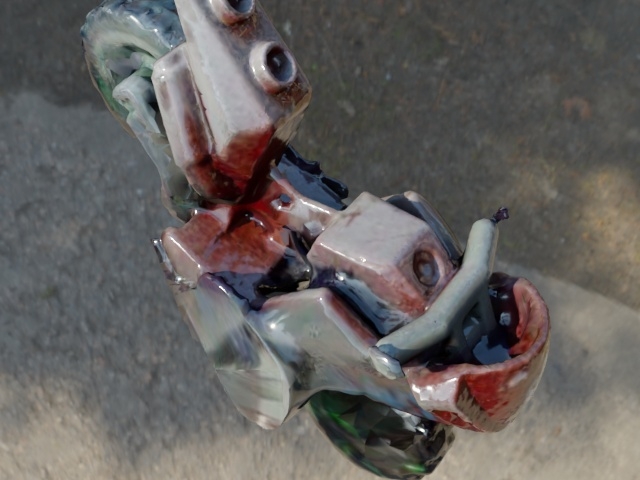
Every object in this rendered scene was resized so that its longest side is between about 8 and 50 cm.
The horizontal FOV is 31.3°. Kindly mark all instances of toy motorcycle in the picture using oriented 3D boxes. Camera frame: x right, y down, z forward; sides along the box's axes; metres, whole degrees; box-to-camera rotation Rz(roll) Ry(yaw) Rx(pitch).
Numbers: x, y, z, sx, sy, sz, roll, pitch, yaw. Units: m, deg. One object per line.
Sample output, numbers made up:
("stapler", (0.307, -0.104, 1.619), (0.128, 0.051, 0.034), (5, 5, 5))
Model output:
("toy motorcycle", (0.000, 0.001, 0.395), (0.213, 0.122, 0.082), (57, 46, -16))
